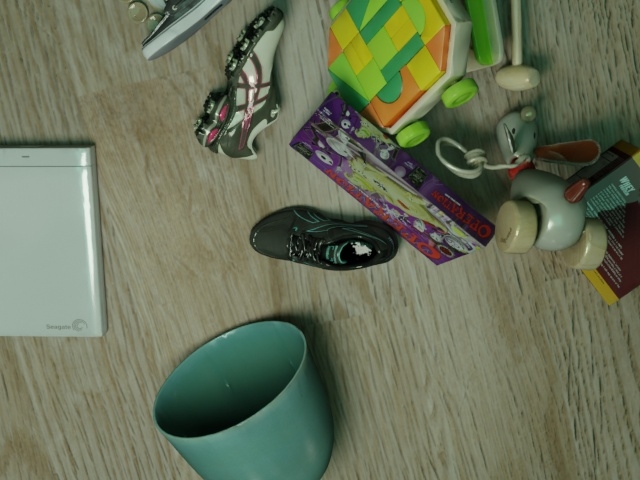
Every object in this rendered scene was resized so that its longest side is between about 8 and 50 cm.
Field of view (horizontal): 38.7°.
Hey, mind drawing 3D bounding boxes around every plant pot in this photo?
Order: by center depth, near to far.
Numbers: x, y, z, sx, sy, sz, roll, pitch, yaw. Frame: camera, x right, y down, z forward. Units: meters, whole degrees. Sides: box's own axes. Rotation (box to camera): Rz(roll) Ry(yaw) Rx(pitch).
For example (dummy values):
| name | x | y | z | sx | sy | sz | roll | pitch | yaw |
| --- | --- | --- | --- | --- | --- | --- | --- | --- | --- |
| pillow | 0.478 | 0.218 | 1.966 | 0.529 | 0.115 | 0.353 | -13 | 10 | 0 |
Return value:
| name | x | y | z | sx | sy | sz | roll | pitch | yaw |
| --- | --- | --- | --- | --- | --- | --- | --- | --- | --- |
| plant pot | -0.111 | 0.325 | 1.607 | 0.293 | 0.293 | 0.235 | -22 | 116 | 8 |

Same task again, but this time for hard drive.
| name | x | y | z | sx | sy | sz | roll | pitch | yaw |
| --- | --- | --- | --- | --- | --- | --- | --- | --- | --- |
| hard drive | -0.519 | 0.003 | 1.670 | 0.233 | 0.047 | 0.353 | 0 | 104 | 4 |

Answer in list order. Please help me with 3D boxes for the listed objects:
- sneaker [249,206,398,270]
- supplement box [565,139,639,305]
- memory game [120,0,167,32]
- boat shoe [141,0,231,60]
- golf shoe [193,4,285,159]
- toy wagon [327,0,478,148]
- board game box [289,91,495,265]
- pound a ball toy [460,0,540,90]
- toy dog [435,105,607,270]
| name | x | y | z | sx | sy | sz | roll | pitch | yaw |
| --- | --- | --- | --- | --- | --- | --- | --- | --- | --- |
| sneaker | 0.000 | 0.000 | 1.601 | 0.267 | 0.106 | 0.101 | 2 | 104 | 10 |
| supplement box | 0.504 | -0.033 | 1.552 | 0.194 | 0.129 | 0.191 | -38 | 98 | 12 |
| memory game | -0.264 | -0.444 | 1.566 | 0.186 | 0.012 | 0.186 | 1 | 103 | 4 |
| boat shoe | -0.222 | -0.397 | 1.529 | 0.228 | 0.080 | 0.076 | -39 | 93 | 10 |
| golf shoe | -0.114 | -0.268 | 1.566 | 0.120 | 0.105 | 0.273 | 23 | 110 | -18 |
| toy wagon | 0.100 | -0.279 | 1.453 | 0.344 | 0.068 | 0.267 | -42 | 69 | 46 |
| board game box | 0.114 | -0.094 | 1.529 | 0.347 | 0.208 | 0.056 | 39 | 77 | -5 |
| pound a ball toy | 0.224 | -0.388 | 1.497 | 0.208 | 0.136 | 0.319 | -15 | 98 | -34 |
| toy dog | 0.347 | -0.110 | 1.425 | 0.220 | 0.333 | 0.161 | -7 | 141 | -28 |
